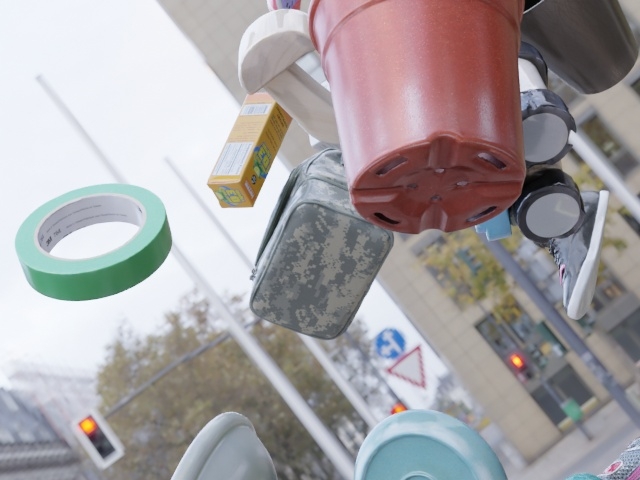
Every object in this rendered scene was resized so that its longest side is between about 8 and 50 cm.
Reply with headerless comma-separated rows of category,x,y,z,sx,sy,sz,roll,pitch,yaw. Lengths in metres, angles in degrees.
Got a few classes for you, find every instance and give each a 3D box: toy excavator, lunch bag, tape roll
toy excavator,0.138,-0.170,1.639,0.445,0.222,0.433,-14,-55,6
lunch bag,0.000,0.000,2.070,0.256,0.213,0.305,-82,15,-58
tape roll,-0.476,-0.002,2.305,0.321,0.321,0.077,-32,-47,-28

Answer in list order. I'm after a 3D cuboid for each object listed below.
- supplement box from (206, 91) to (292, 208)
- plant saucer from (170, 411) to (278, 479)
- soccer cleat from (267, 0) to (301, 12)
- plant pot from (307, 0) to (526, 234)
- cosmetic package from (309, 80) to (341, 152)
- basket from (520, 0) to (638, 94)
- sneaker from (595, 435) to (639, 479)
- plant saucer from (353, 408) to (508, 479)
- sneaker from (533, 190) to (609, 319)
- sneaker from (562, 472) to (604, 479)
supplement box,-0.129,-0.169,2.029,0.078,0.080,0.233,61,-139,-45
plant saucer,-0.109,0.406,1.274,0.400,0.101,0.400,10,-90,-77
soccer cleat,-0.076,-0.554,2.172,0.083,0.248,0.095,-4,-20,6
plant pot,0.127,-0.167,1.302,0.272,0.265,0.272,-3,-30,-2
cosmetic package,0.081,-0.289,2.519,0.184,0.151,0.151,-30,-34,28
basket,0.401,-0.352,1.762,0.204,0.154,0.227,-41,-55,12
sneaker,0.389,0.307,1.352,0.121,0.112,0.299,21,-36,-28
plant saucer,0.190,0.465,1.975,0.317,0.317,0.044,-45,-17,28
sneaker,0.429,0.018,1.972,0.104,0.147,0.295,82,-157,-47
sneaker,0.235,0.392,1.225,0.302,0.108,0.121,-58,-33,-6
